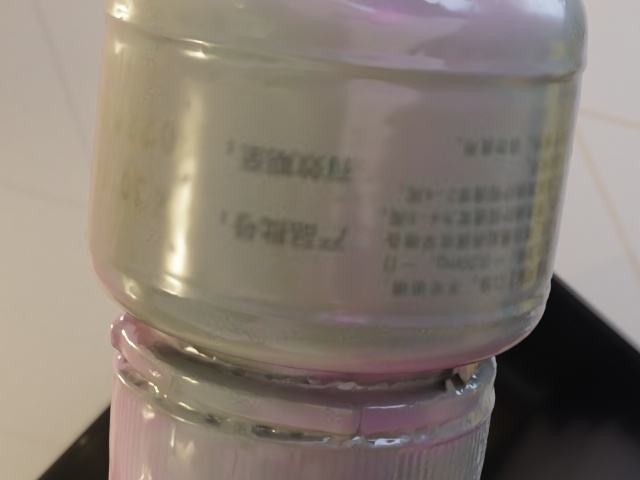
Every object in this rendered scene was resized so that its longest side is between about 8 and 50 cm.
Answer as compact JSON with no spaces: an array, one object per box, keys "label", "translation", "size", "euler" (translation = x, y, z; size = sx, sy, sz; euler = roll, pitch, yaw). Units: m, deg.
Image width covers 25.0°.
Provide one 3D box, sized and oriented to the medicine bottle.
[{"label":"medicine bottle","translation":[0.000,0.000,0.743],"size":[0.241,0.241,0.302],"euler":[-26,-55,-64]}]
